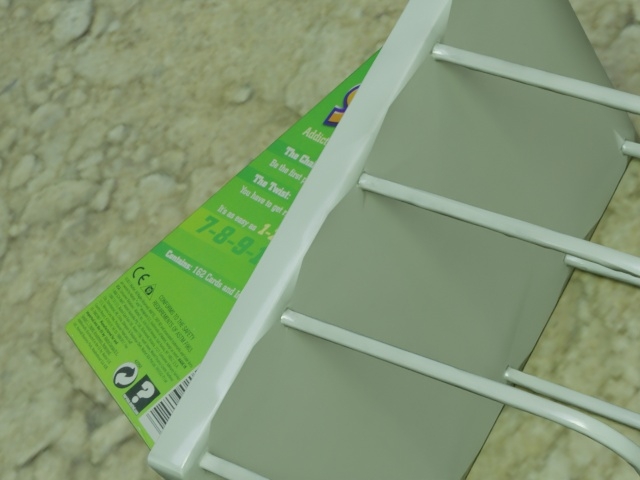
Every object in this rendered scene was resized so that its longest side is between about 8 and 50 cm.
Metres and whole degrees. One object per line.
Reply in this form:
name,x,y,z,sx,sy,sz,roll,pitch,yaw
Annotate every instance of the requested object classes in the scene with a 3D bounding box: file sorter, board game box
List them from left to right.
board game box,0.000,0.000,0.985,0.259,0.039,0.124,-43,49,1
file sorter,0.103,0.035,0.800,0.173,0.193,0.278,17,69,34
